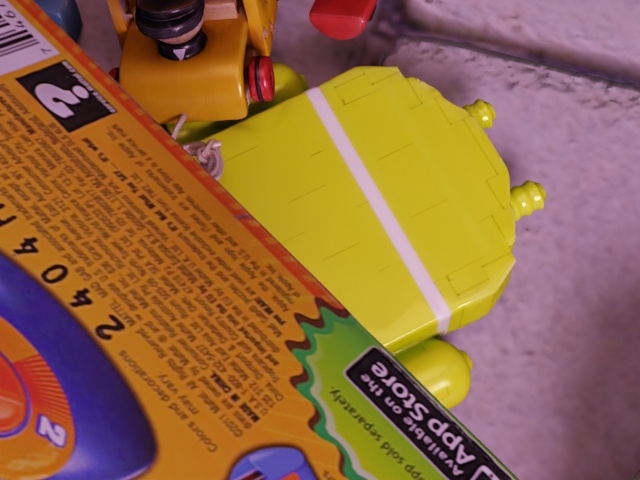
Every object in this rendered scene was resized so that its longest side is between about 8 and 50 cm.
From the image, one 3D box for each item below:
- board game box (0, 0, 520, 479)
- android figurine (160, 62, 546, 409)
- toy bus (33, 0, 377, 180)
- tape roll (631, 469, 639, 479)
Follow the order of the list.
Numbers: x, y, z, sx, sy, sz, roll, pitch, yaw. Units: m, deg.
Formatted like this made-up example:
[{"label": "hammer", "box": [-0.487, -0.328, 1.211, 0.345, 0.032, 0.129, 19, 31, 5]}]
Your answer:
[{"label": "board game box", "box": [-0.217, 0.144, 0.503, 0.356, 0.356, 0.356, 45, 35, 8]}, {"label": "android figurine", "box": [0.000, 0.000, 0.843, 0.273, 0.056, 0.248, -27, 70, -11]}, {"label": "toy bus", "box": [-0.080, -0.152, 0.852, 0.191, 0.104, 0.202, -37, 50, -23]}, {"label": "tape roll", "box": [0.285, 0.202, 0.739, 0.286, 0.100, 0.286, 0, 67, 0]}]
